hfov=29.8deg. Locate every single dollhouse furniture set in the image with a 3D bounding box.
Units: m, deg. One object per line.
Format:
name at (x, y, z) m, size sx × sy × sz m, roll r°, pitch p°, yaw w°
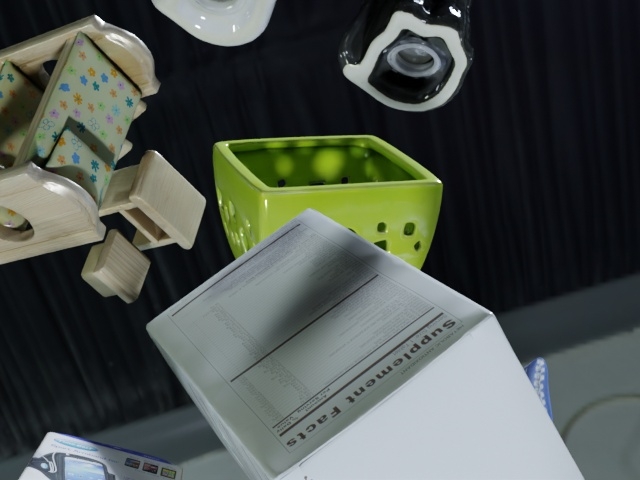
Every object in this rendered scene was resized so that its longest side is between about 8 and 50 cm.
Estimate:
dollhouse furniture set at (-0.127, 0.004, 0.657) m, size 0.101 × 0.161 × 0.182 m, roll -12°, pitch 49°, yaw 33°

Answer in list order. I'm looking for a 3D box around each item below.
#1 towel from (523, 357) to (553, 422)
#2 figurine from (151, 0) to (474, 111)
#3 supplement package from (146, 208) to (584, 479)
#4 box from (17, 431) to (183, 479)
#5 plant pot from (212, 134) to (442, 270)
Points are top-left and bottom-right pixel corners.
towel at (0.175, 0.263, 1.056) m, size 0.040 × 0.336 × 0.243 m, roll -2°, pitch 69°, yaw -3°
figurine at (0.013, -0.213, 0.823) m, size 0.214 × 0.092 × 0.210 m, roll 19°, pitch 55°, yaw -4°
supplement package at (0.016, 0.095, 0.687) m, size 0.139 × 0.134 × 0.244 m, roll -36°, pitch 24°, yaw -10°
box at (-0.117, 0.136, 0.634) m, size 0.081 × 0.028 × 0.136 m, roll 16°, pitch 3°, yaw -5°
plant pot at (0.000, 0.000, 1.458) m, size 0.228 × 0.207 × 0.227 m, roll -5°, pitch 20°, yaw -18°
